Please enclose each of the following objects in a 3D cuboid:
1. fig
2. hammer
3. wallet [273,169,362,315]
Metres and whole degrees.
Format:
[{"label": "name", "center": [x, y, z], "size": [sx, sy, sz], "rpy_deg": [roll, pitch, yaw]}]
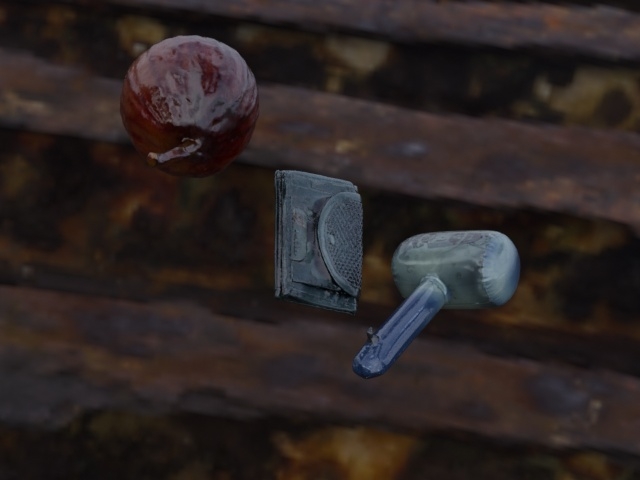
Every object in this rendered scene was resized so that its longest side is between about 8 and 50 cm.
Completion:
[{"label": "fig", "center": [-0.114, -0.117, 1.512], "size": [0.128, 0.128, 0.150], "rpy_deg": [11, -3, 1]}, {"label": "hammer", "center": [0.086, 0.057, 1.495], "size": [0.116, 0.069, 0.194], "rpy_deg": [-1, 30, 39]}, {"label": "wallet", "center": [0.000, 0.000, 1.586], "size": [0.088, 0.026, 0.129], "rpy_deg": [13, 63, -27]}]
